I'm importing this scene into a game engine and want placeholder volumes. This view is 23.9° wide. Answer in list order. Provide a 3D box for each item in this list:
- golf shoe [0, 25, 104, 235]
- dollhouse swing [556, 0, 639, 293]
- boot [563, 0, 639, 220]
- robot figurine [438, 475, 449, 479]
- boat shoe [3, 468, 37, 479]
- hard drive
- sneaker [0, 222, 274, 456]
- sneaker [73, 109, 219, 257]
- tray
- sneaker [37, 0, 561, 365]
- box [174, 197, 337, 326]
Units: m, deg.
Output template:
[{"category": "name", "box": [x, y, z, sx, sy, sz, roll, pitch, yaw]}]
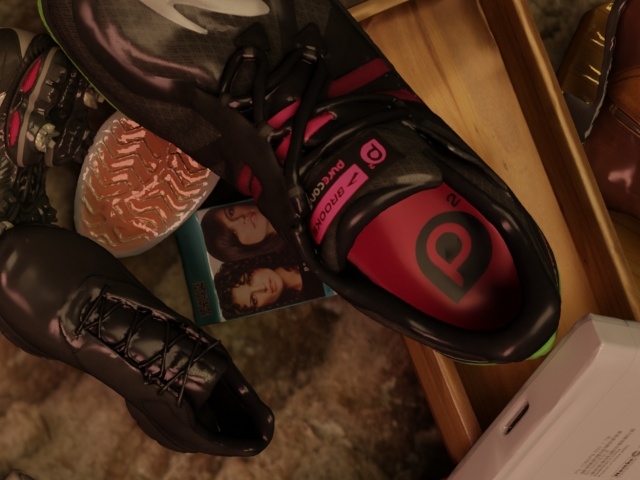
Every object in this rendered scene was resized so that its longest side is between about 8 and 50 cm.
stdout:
[{"category": "golf shoe", "box": [-0.271, -0.039, 1.208, 0.120, 0.105, 0.272, 23, 90, 21]}, {"category": "dollhouse swing", "box": [0.411, -0.064, 1.419, 0.305, 0.315, 0.346, 35, 72, -29]}, {"category": "boot", "box": [0.365, -0.108, 1.334, 0.280, 0.096, 0.264, 33, 93, 21]}, {"category": "robot figurine", "box": [0.111, 0.295, 1.318, 0.219, 0.158, 0.128, -22, 60, -25]}, {"category": "boat shoe", "box": [-0.156, 0.323, 1.214, 0.335, 0.112, 0.095, 44, 87, -8]}, {"category": "hard drive", "box": [0.309, 0.173, 1.268, 0.353, 0.233, 0.047, 11, 41, -26]}, {"category": "sneaker", "box": [-0.140, 0.080, 1.195, 0.286, 0.130, 0.109, 39, 72, -33]}, {"category": "sneaker", "box": [-0.108, -0.122, 1.280, 0.108, 0.121, 0.302, 30, 94, -6]}, {"category": "tray", "box": [0.137, -0.026, 1.316, 0.203, 0.076, 0.410, -25, 98, -18]}, {"category": "sneaker", "box": [0.007, -0.079, 1.130, 0.483, 0.202, 0.185, 36, 92, -9]}, {"category": "box", "box": [0.000, 0.000, 1.335, 0.244, 0.060, 0.100, -13, 90, -25]}]
